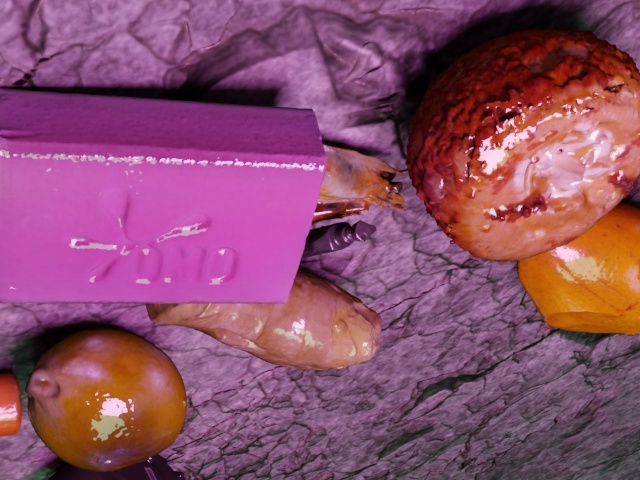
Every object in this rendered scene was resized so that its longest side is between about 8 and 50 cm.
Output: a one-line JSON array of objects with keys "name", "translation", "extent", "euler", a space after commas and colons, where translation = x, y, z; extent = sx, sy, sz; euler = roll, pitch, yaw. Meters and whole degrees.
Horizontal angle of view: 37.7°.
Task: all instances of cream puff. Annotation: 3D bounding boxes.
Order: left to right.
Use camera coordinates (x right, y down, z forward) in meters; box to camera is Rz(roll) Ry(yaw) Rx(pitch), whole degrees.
[{"name": "cream puff", "translation": [0.187, -0.090, 0.861], "extent": [0.240, 0.164, 0.240], "euler": [-18, 133, -21]}]

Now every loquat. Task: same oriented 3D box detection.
[{"name": "loquat", "translation": [-0.225, 0.164, 0.973], "extent": [0.152, 0.152, 0.195], "euler": [-32, 154, 12]}]

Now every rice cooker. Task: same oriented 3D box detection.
[{"name": "rice cooker", "translation": [-0.257, 0.336, 1.193], "extent": [0.118, 0.142, 0.203], "euler": [-48, 144, 13]}]

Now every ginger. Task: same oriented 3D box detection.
[{"name": "ginger", "translation": [-0.052, 0.075, 0.979], "extent": [0.263, 0.116, 0.109], "euler": [20, 116, -40]}]

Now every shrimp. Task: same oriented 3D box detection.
[{"name": "shrimp", "translation": [-0.009, -0.047, 0.898], "extent": [0.217, 0.051, 0.115], "euler": [1, 145, -34]}]

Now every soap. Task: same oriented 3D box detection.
[{"name": "soap", "translation": [-0.136, -0.027, 0.775], "extent": [0.259, 0.081, 0.181], "euler": [3, 135, -17]}]

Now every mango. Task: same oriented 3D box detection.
[{"name": "mango", "translation": [0.337, 0.029, 1.138], "extent": [0.187, 0.138, 0.257], "euler": [-19, 147, 26]}]

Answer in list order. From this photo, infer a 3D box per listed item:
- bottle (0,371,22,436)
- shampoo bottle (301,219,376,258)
[{"name": "bottle", "translation": [-0.403, 0.176, 0.949], "extent": [0.187, 0.069, 0.069], "euler": [-2, 140, -26]}, {"name": "shampoo bottle", "translation": [0.000, 0.000, 0.924], "extent": [0.048, 0.027, 0.137], "euler": [-24, -173, -36]}]
